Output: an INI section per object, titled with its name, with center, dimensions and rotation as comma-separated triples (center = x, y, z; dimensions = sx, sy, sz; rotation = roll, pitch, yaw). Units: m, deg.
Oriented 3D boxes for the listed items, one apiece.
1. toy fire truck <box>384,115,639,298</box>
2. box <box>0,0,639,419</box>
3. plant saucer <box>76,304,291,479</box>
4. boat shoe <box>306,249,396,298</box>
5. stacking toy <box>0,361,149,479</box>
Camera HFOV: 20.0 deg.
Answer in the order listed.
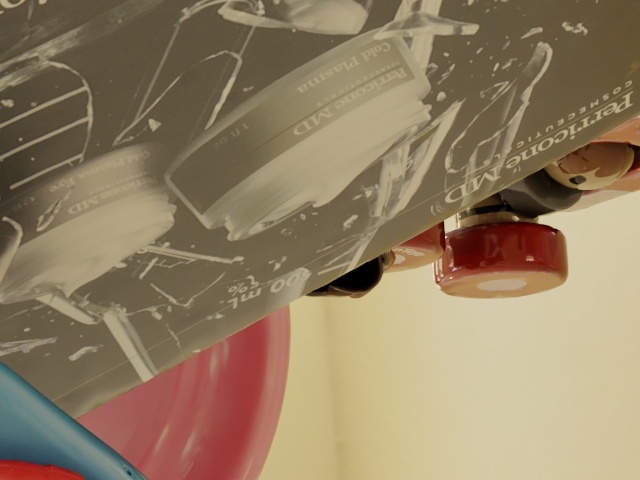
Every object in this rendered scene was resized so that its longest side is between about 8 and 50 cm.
[toy fire truck]
center = 0.133, -0.073, 1.241
dimensions = 0.302, 0.169, 0.254
rotation = 10, 162, -38
[box]
center = -0.058, -0.112, 0.655
dimensions = 0.343, 0.179, 0.312
rotation = -28, 154, -5
[plant saucer]
center = -0.163, 0.080, 1.034
dimensions = 0.332, 0.332, 0.084
rotation = 8, -172, -44
[boat shoe]
center = 0.000, 0.000, 0.904
dimensions = 0.073, 0.073, 0.207
rotation = -51, 165, 15
[stacking toy]
center = -0.099, 0.186, 0.537
dimensions = 0.166, 0.302, 0.175
rotation = -43, 116, 6
